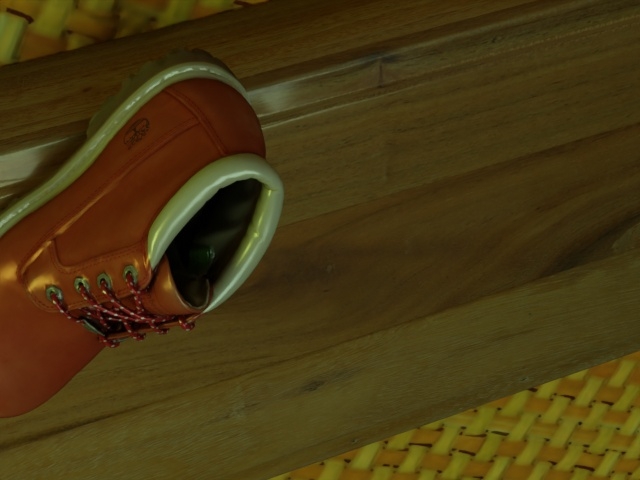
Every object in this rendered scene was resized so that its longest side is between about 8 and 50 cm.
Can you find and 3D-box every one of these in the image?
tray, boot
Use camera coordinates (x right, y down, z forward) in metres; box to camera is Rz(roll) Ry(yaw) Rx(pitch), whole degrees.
[{"bbox_3d":[0.000,0.000,0.585,0.411,0.076,0.203,-17,127,-16],"label":"tray"},{"bbox_3d":[-0.074,0.014,0.458,0.059,0.084,0.158,30,106,-39],"label":"boot"}]
